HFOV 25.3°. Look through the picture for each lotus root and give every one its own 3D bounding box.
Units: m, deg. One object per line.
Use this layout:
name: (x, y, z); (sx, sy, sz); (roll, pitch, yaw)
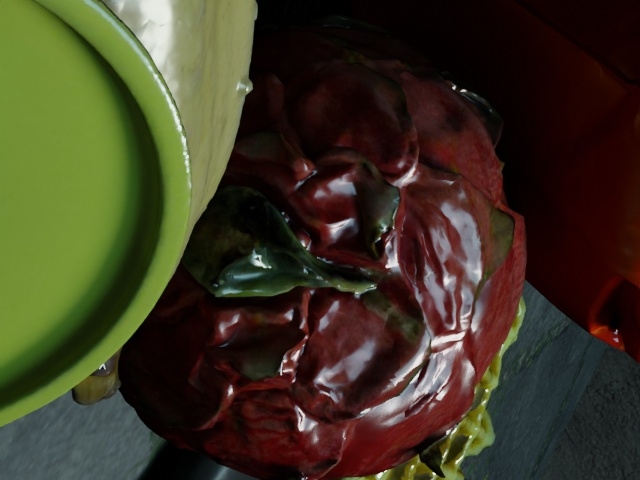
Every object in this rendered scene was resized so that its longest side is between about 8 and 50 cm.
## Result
lotus root: (-0.108, -0.069, 0.551); (0.169, 0.151, 0.342); (-65, 167, -46)

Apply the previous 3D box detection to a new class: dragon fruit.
dragon fruit: (0.000, 0.000, 0.773); (0.299, 0.244, 0.244); (-56, 160, -51)

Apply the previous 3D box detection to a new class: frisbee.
frisbee: (-0.158, -0.008, 0.459); (0.236, 0.017, 0.236); (-10, 134, -10)

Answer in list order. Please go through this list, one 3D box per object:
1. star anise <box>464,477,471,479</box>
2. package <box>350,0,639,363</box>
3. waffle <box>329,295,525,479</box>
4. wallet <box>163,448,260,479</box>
star anise: (0.046, 0.225, 1.300); (0.227, 0.218, 0.148); (-71, 172, -77)
package: (0.132, -0.100, 0.859); (0.123, 0.423, 0.196); (-18, 133, -22)
waffle: (0.087, 0.121, 1.194); (0.317, 0.073, 0.297); (-36, 141, -48)
wallet: (-0.019, 0.139, 1.128); (0.406, 0.062, 0.228); (-57, 158, -27)
